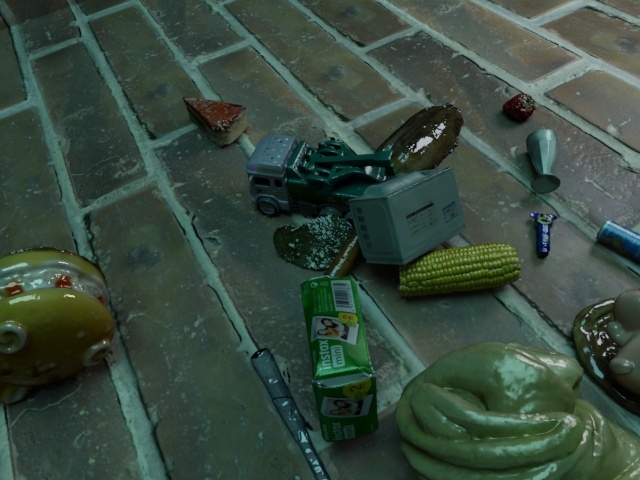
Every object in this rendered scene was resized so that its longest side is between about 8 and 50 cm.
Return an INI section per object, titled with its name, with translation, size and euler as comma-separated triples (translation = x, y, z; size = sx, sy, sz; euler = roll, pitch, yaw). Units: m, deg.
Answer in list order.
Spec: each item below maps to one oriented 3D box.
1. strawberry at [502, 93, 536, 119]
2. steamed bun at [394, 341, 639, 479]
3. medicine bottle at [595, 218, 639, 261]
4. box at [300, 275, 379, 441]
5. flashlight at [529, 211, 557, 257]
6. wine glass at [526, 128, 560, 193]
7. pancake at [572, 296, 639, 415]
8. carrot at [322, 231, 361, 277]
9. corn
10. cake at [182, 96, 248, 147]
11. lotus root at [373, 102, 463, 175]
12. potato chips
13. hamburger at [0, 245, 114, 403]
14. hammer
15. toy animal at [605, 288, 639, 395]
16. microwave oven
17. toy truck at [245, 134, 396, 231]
[strawberry]
translation = 0.526, -0.354, 1.349
size = 0.073, 0.073, 0.083
euler = -43, 20, -24
[steamed bun]
translation = 0.296, 0.291, 0.744
size = 0.324, 0.230, 0.372
euler = -25, 49, -16
[medicine bottle]
translation = 0.655, 0.023, 1.014
size = 0.051, 0.051, 0.191
euler = -39, 54, -21
[box]
translation = 0.031, 0.195, 0.874
size = 0.102, 0.180, 0.250
euler = -8, 36, 1
[flashlight]
translation = 0.479, -0.018, 1.088
size = 0.057, 0.035, 0.121
euler = 8, 52, 15
[wine glass]
translation = 0.526, -0.188, 1.201
size = 0.073, 0.073, 0.155
euler = 6, 54, 14
[pancake]
translation = 0.583, 0.198, 0.893
size = 0.249, 0.031, 0.250
euler = -5, 50, 6
[carrot]
translation = 0.062, 0.031, 1.081
size = 0.047, 0.047, 0.191
euler = 30, 81, 30
[corn]
translation = 0.275, 0.059, 1.022
size = 0.244, 0.093, 0.093
euler = -9, 50, 3
[cake]
translation = -0.325, -0.340, 1.461
size = 0.220, 0.086, 0.117
euler = 13, 52, 18
[lotus root]
translation = 0.262, -0.272, 1.312
size = 0.167, 0.078, 0.329
euler = 28, 60, 27
[potato chips]
translation = 0.000, 0.000, 1.128
size = 0.209, 0.026, 0.142
euler = 21, 87, 13
[hamburger]
translation = -0.553, 0.175, 0.973
size = 0.302, 0.261, 0.186
euler = -31, 54, 7
[hammer]
translation = -0.014, 0.351, 0.866
size = 0.152, 0.044, 0.427
euler = -25, 50, -10
[toy animal]
translation = 0.557, 0.159, 0.810
size = 0.171, 0.171, 0.198
euler = 18, 62, 23
[microwave oven]
translation = 0.179, -0.055, 1.044
size = 0.208, 0.162, 0.122
euler = -25, 15, -35
[toy truck]
translation = 0.004, -0.147, 1.190
size = 0.363, 0.178, 0.177
euler = 8, 52, 20
